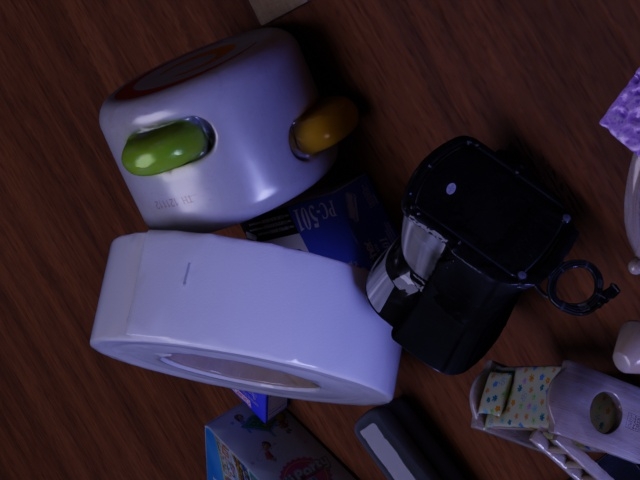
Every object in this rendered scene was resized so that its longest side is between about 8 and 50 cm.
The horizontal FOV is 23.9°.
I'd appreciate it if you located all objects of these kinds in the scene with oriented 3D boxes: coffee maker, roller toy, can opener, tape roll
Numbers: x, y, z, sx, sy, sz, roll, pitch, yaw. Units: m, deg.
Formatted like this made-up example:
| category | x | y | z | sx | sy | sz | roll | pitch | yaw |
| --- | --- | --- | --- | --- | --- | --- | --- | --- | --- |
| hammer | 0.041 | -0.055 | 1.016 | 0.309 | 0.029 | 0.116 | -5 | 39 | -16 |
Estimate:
| category | x | y | z | sx | sy | sz | roll | pitch | yaw |
| --- | --- | --- | --- | --- | --- | --- | --- | --- | --- |
| coffee maker | 0.123 | 0.033 | 1.197 | 0.171 | 0.120 | 0.178 | 58 | 158 | 20 |
| roller toy | -0.086 | -0.093 | 1.357 | 0.146 | 0.209 | 0.191 | 67 | 164 | -17 |
| can opener | 0.146 | 0.266 | 1.471 | 0.280 | 0.074 | 0.093 | 49 | 116 | 16 |
| tape roll | -0.065 | 0.075 | 1.384 | 0.286 | 0.286 | 0.100 | -11 | 65 | 61 |

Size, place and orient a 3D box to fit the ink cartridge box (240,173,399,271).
| category | x | y | z | sx | sy | sz | roll | pitch | yaw |
| --- | --- | --- | --- | --- | --- | --- | --- | --- | --- |
| ink cartridge box | 0.000 | 0.000 | 1.459 | 0.207 | 0.046 | 0.097 | -14 | 106 | 61 |

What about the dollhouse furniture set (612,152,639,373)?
| category | x | y | z | sx | sy | sz | roll | pitch | yaw |
| --- | --- | --- | --- | --- | --- | --- | --- | --- | --- |
| dollhouse furniture set | 0.286 | 0.071 | 0.922 | 0.303 | 0.173 | 0.356 | 33 | 143 | 39 |

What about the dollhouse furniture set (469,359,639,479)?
| category | x | y | z | sx | sy | sz | roll | pitch | yaw |
| --- | --- | --- | --- | --- | --- | --- | --- | --- | --- |
| dollhouse furniture set | 0.158 | 0.185 | 1.227 | 0.101 | 0.161 | 0.182 | 22 | 165 | -26 |

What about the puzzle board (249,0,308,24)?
| category | x | y | z | sx | sy | sz | roll | pitch | yaw |
| --- | --- | --- | --- | --- | --- | --- | --- | --- | --- |
| puzzle board | -0.057 | -0.260 | 1.338 | 0.096 | 0.011 | 0.128 | -12 | 106 | 62 |

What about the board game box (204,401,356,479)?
| category | x | y | z | sx | sy | sz | roll | pitch | yaw |
| --- | --- | --- | --- | --- | --- | --- | --- | --- | --- |
| board game box | -0.005 | 0.353 | 1.760 | 0.303 | 0.097 | 0.224 | 41 | 147 | 33 |

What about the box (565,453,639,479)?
| category | x | y | z | sx | sy | sz | roll | pitch | yaw |
| --- | --- | --- | --- | --- | --- | --- | --- | --- | --- |
| box | 0.262 | 0.287 | 1.309 | 0.184 | 0.045 | 0.191 | 52 | 151 | 9 |

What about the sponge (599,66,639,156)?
| category | x | y | z | sx | sy | sz | roll | pitch | yaw |
| --- | --- | --- | --- | --- | --- | --- | --- | --- | --- |
| sponge | 0.272 | -0.050 | 0.875 | 0.210 | 0.031 | 0.117 | 45 | 117 | 21 |

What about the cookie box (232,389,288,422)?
| category | x | y | z | sx | sy | sz | roll | pitch | yaw |
| --- | --- | --- | --- | --- | --- | --- | --- | --- | --- |
| cookie box | -0.077 | 0.141 | 1.727 | 0.092 | 0.040 | 0.107 | 42 | 147 | 30 |
